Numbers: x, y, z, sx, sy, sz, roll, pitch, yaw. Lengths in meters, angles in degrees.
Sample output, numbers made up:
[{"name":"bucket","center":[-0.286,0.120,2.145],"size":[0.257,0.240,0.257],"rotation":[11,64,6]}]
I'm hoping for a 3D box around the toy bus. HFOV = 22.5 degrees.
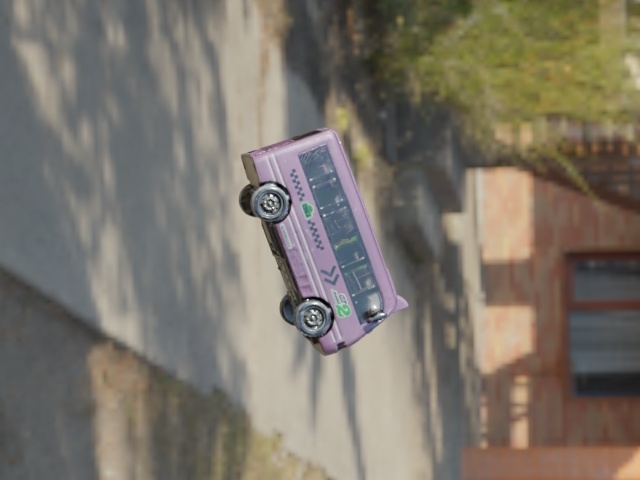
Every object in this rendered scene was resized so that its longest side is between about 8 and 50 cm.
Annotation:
[{"name":"toy bus","center":[0.000,0.000,1.336],"size":[0.087,0.098,0.178],"rotation":[-162,-129,-78]}]
